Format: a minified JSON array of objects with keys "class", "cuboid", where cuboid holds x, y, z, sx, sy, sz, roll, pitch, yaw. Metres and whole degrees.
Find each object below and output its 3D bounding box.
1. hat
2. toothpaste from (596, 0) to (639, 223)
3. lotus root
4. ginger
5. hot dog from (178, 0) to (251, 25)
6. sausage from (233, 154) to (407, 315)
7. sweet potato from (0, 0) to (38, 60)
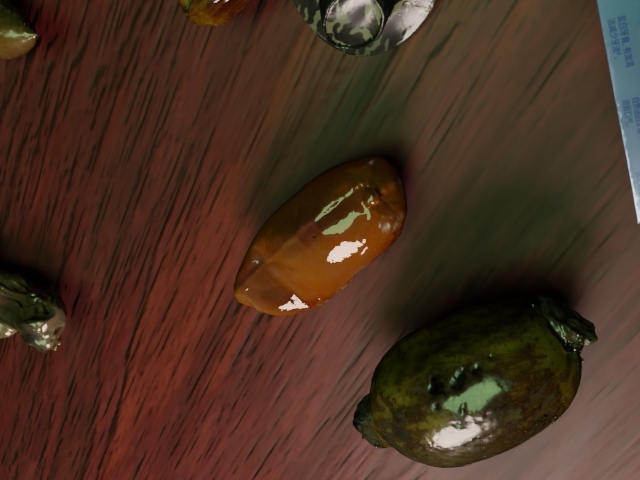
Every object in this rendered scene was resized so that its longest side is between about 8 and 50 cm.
[{"class":"hat","cuboid":[0.024,-0.159,0.440,0.121,0.050,0.121,10,154,5]},{"class":"toothpaste","cuboid":[0.191,-0.138,0.368,0.066,0.053,0.272,-9,120,29]},{"class":"lotus root","cuboid":[0.110,0.112,0.499,0.209,0.120,0.120,-36,95,28]},{"class":"ginger","cuboid":[-0.382,0.025,0.713,0.290,0.084,0.122,37,99,10]},{"class":"hot dog","cuboid":[-0.091,-0.229,0.475,0.099,0.065,0.147,-36,83,31]},{"class":"sausage","cuboid":[0.000,0.000,0.528,0.179,0.089,0.089,-38,93,35]},{"class":"sweet potato","cuboid":[-0.327,-0.199,0.599,0.206,0.060,0.068,10,78,21]}]
